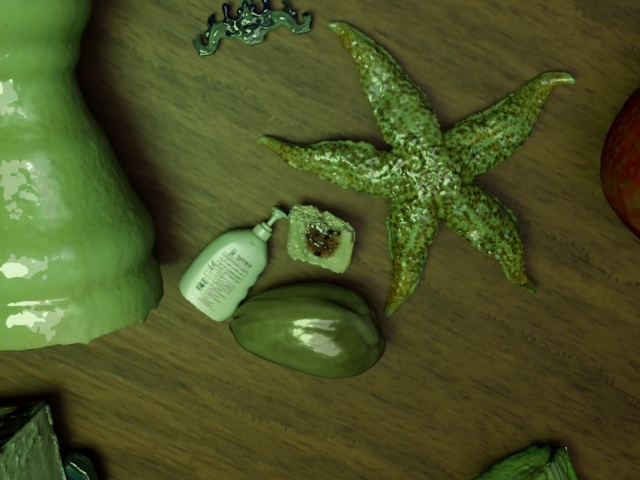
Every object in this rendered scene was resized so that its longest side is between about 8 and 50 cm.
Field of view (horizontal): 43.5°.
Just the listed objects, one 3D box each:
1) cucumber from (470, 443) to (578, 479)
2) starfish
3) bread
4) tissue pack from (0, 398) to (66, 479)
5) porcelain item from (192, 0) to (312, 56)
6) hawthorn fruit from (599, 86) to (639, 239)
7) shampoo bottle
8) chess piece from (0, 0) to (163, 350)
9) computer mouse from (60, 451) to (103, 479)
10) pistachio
[{"bbox_3d":[0.290,0.416,1.018,0.105,0.145,0.325,-11,111,42],"label":"cucumber"},{"bbox_3d":[0.106,-0.068,0.915,0.358,0.078,0.347,1,106,-1],"label":"starfish"},{"bbox_3d":[0.000,0.000,0.927,0.083,0.035,0.070,20,132,12],"label":"bread"},{"bbox_3d":[-0.486,0.317,0.912,0.370,0.198,0.209,-5,102,8],"label":"tissue pack"},{"bbox_3d":[-0.080,-0.254,0.889,0.136,0.021,0.075,-13,99,2],"label":"porcelain item"},{"bbox_3d":[0.447,-0.107,0.823,0.265,0.265,0.307,32,93,-8],"label":"hawthorn fruit"},{"bbox_3d":[-0.095,0.018,0.942,0.077,0.045,0.152,38,99,-11],"label":"shampoo bottle"},{"bbox_3d":[-0.298,-0.132,0.805,0.234,0.234,0.442,-4,106,0],"label":"chess piece"},{"bbox_3d":[-0.308,0.321,1.012,0.079,0.047,0.135,14,107,11],"label":"computer mouse"},{"bbox_3d":[-0.014,0.104,0.939,0.186,0.126,0.108,11,62,-1],"label":"pistachio"}]
